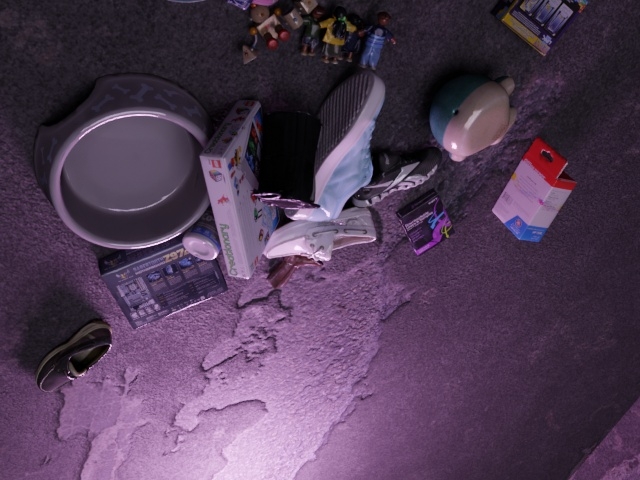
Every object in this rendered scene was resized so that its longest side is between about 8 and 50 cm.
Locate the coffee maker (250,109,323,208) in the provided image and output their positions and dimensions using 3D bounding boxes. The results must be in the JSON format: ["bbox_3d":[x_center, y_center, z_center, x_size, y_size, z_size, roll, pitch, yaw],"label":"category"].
[{"bbox_3d":[-0.059,-0.158,1.344,0.120,0.178,0.171,2,175,6],"label":"coffee maker"}]

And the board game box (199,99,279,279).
[{"bbox_3d":[-0.152,-0.098,1.385,0.053,0.193,0.305,7,133,15],"label":"board game box"}]

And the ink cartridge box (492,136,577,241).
[{"bbox_3d":[0.547,-0.129,1.754,0.078,0.134,0.231,7,124,-31],"label":"ink cartridge box"}]

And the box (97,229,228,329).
[{"bbox_3d":[-0.338,0.077,1.516,0.232,0.059,0.183,-23,134,-7],"label":"box"}]

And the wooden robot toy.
[{"bbox_3d":[-0.090,-0.398,1.248,0.173,0.076,0.079,-37,123,4],"label":"wooden robot toy"}]

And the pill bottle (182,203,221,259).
[{"bbox_3d":[-0.220,-0.035,1.427,0.078,0.137,0.078,15,145,11],"label":"pill bottle"}]

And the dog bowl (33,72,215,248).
[{"bbox_3d":[-0.352,-0.132,1.307,0.348,0.102,0.349,-14,131,-16],"label":"dog bowl"}]

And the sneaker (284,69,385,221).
[{"bbox_3d":[0.056,-0.188,1.460,0.150,0.135,0.366,8,133,-33],"label":"sneaker"}]

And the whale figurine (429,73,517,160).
[{"bbox_3d":[0.341,-0.281,1.548,0.272,0.141,0.216,-7,134,-55],"label":"whale figurine"}]

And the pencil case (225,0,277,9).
[{"bbox_3d":[-0.089,-0.560,1.053,0.160,0.167,0.386,21,120,-1],"label":"pencil case"}]

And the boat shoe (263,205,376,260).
[{"bbox_3d":[0.000,0.000,1.586,0.276,0.096,0.098,-17,160,-14],"label":"boat shoe"}]

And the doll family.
[{"bbox_3d":[0.053,-0.394,1.325,0.192,0.076,0.111,-2,123,-32],"label":"doll family"}]

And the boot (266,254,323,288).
[{"bbox_3d":[-0.062,0.076,1.674,0.106,0.037,0.114,26,109,-26],"label":"boot"}]

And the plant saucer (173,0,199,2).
[{"bbox_3d":[-0.200,-0.510,0.996,0.317,0.044,0.318,8,115,18],"label":"plant saucer"}]

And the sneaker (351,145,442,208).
[{"bbox_3d":[0.167,-0.163,1.568,0.234,0.078,0.106,-27,137,-2],"label":"sneaker"}]

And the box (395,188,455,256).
[{"bbox_3d":[0.266,-0.043,1.753,0.116,0.029,0.162,-33,133,1],"label":"box"}]

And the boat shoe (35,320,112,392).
[{"bbox_3d":[-0.553,0.272,1.556,0.223,0.073,0.080,-41,134,8],"label":"boat shoe"}]

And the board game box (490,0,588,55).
[{"bbox_3d":[0.464,-0.493,1.470,0.170,0.048,0.141,21,117,-38],"label":"board game box"}]
